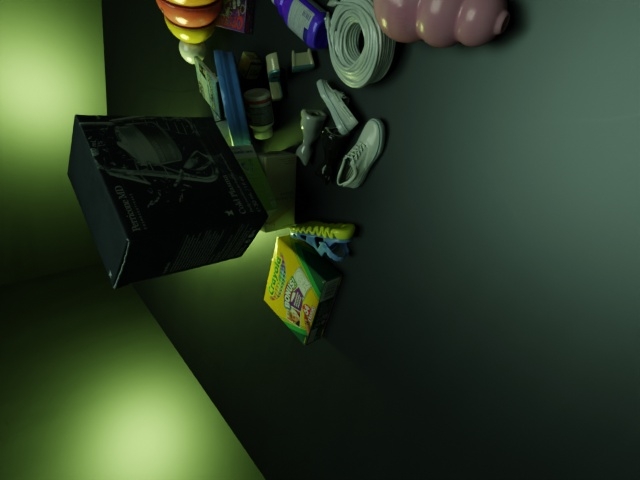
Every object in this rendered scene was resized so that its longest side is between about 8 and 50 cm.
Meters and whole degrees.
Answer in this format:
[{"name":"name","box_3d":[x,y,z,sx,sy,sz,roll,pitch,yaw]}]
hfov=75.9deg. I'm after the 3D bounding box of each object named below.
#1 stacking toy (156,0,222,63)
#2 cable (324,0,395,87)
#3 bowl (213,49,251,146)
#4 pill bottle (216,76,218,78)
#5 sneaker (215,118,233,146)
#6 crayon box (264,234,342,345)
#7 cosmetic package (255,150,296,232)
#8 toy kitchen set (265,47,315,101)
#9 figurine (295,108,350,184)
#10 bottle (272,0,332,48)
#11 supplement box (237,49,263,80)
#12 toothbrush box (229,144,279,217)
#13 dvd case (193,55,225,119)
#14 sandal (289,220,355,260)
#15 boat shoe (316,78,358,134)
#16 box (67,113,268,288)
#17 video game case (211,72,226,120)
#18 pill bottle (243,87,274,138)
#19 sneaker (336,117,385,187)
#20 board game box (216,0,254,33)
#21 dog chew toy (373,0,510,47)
[{"name":"stacking toy","box_3d":[-0.539,-0.946,1.698,0.350,0.351,0.479,52,151,23]},{"name":"cable","box_3d":[0.119,-0.597,1.235,0.257,0.089,0.257,29,130,51]},{"name":"bowl","box_3d":[-0.348,-0.560,1.656,0.391,0.077,0.390,169,90,-83]},{"name":"pill bottle","box_3d":[-0.444,-0.683,1.870,0.120,0.067,0.067,59,137,16]},{"name":"sneaker","box_3d":[-0.489,-0.381,1.909,0.137,0.210,0.365,32,125,38]},{"name":"crayon box","box_3d":[-0.089,0.204,1.737,0.313,0.106,0.362,40,129,33]},{"name":"cosmetic package","box_3d":[-0.193,-0.203,1.681,0.113,0.160,0.309,23,120,42]},{"name":"toy kitchen set","box_3d":[-0.110,-0.611,1.530,0.207,0.166,0.122,-131,32,-81]},{"name":"figurine","box_3d":[-0.009,-0.340,1.493,0.215,0.092,0.209,46,136,29]},{"name":"bottle","box_3d":[-0.068,-0.773,1.403,0.283,0.092,0.118,51,140,25]},{"name":"supplement box","box_3d":[-0.293,-0.722,1.697,0.083,0.056,0.083,57,137,19]},{"name":"toothbrush box","box_3d":[-0.306,-0.196,1.597,0.206,0.122,0.283,-33,76,48]},{"name":"dvd case","box_3d":[-0.489,-0.672,1.807,0.253,0.022,0.180,51,153,31]},{"name":"sandal","box_3d":[0.000,0.000,1.567,0.317,0.126,0.138,11,115,47]},{"name":"boat shoe","box_3d":[0.063,-0.462,1.387,0.076,0.083,0.226,-29,75,18]},{"name":"box","box_3d":[-0.520,-0.154,1.396,0.479,0.472,0.297,58,136,17]},{"name":"video game case","box_3d":[-0.481,-0.647,1.868,0.173,0.022,0.190,18,129,60]},{"name":"pill bottle","box_3d":[-0.243,-0.507,1.655,0.108,0.108,0.180,34,144,36]},{"name":"sneaker","box_3d":[0.130,-0.276,1.348,0.094,0.091,0.258,44,131,30]},{"name":"board game box","box_3d":[-0.392,-1.008,1.724,0.347,0.056,0.208,33,130,36]},{"name":"dog chew toy","box_3d":[0.294,-0.570,1.000,0.332,0.207,0.206,34,126,26]}]
